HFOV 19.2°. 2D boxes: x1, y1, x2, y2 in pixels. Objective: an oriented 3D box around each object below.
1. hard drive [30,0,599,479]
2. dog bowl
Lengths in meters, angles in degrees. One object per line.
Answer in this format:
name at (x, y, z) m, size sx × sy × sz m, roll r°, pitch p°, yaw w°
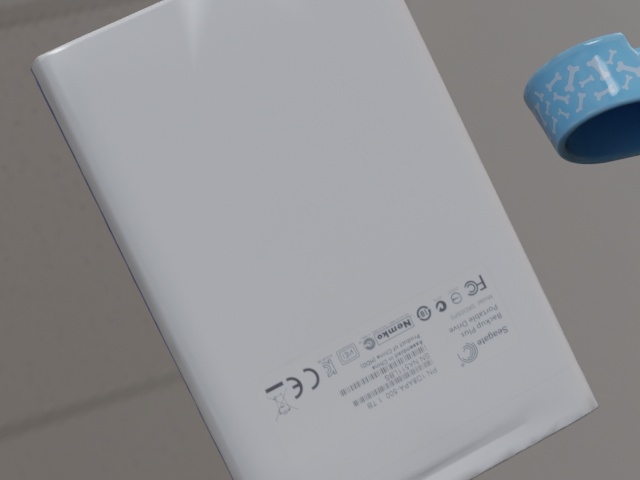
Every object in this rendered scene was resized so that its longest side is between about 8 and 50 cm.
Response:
hard drive at (0.000, 0.000, 1.080) m, size 0.210 × 0.318 × 0.040 m, roll -27°, pitch 3°, yaw -16°
dog bowl at (0.362, -0.155, 1.956) m, size 0.297 × 0.074 × 0.166 m, roll -12°, pitch -23°, yaw -5°
